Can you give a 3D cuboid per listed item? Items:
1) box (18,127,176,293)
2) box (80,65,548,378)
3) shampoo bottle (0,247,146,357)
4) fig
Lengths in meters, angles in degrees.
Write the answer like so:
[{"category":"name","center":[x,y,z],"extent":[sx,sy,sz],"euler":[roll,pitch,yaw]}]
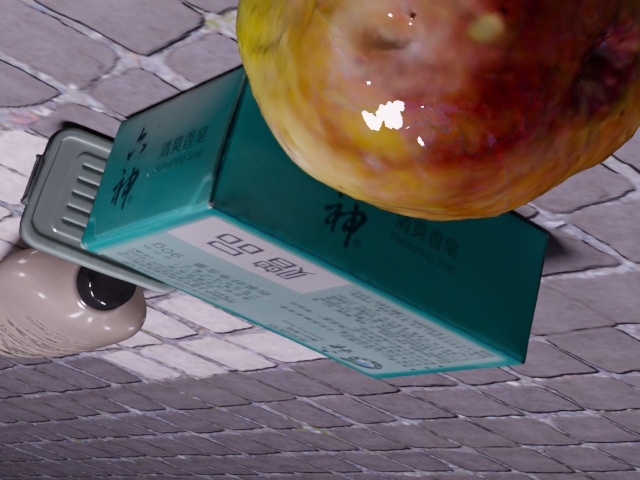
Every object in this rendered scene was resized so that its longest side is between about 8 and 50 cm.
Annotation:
[{"category":"box","center":[-0.142,-0.017,0.903],"extent":[0.122,0.084,0.069],"euler":[22,168,-18]},{"category":"box","center":[0.000,0.000,0.829],"extent":[0.245,0.092,0.153],"euler":[27,156,-32]},{"category":"shampoo bottle","center":[-0.220,0.052,1.132],"extent":[0.127,0.078,0.257],"euler":[30,158,-23]},{"category":"fig","center":[0.018,-0.098,0.532],"extent":[0.159,0.159,0.257],"euler":[32,173,-40]}]
